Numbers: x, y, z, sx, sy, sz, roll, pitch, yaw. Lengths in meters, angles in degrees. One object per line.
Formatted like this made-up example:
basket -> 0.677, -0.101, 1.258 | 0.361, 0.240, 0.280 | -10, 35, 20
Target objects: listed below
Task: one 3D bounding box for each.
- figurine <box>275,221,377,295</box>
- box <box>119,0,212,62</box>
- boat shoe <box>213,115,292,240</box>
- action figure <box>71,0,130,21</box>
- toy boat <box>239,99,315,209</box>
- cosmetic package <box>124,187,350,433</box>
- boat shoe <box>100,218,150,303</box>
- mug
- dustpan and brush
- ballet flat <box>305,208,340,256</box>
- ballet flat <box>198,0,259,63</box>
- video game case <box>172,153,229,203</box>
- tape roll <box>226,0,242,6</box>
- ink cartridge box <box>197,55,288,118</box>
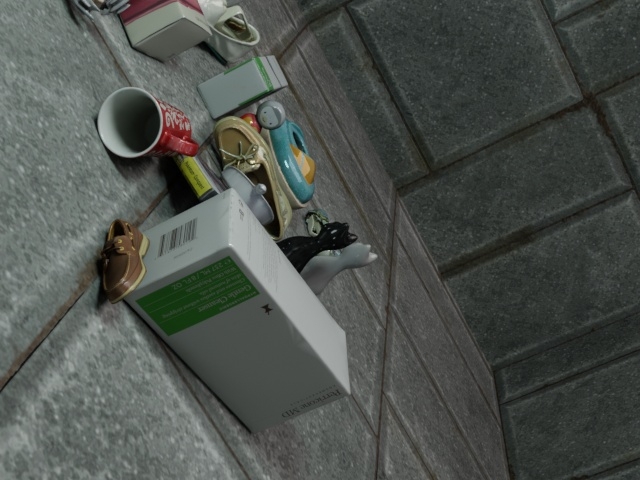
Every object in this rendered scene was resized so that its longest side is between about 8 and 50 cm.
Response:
figurine -> 0.004, 0.040, 1.942 | 0.215, 0.209, 0.092 | 39, 30, -60
box -> -0.338, -0.502, 1.813 | 0.232, 0.127, 0.148 | 66, 14, 8
boat shoe -> -0.142, -0.134, 1.931 | 0.285, 0.104, 0.089 | 60, 13, -20
action figure -> -0.377, -0.493, 1.592 | 0.285, 0.099, 0.185 | -38, 105, -46
toy boat -> -0.096, -0.220, 2.142 | 0.318, 0.148, 0.267 | 41, 28, -57
cosmetic package -> -0.121, 0.120, 1.418 | 0.365, 0.197, 0.155 | 53, 19, -33
boat shoe -> -0.286, 0.027, 1.268 | 0.060, 0.064, 0.178 | 52, 13, -25
mug -> -0.280, -0.176, 1.519 | 0.150, 0.113, 0.169 | 54, 9, 5
dustpan and brush -> -0.136, -0.094, 1.797 | 0.147, 0.060, 0.211 | 52, 0, -7
ballet flat -> 0.000, 0.000, 2.312 | 0.070, 0.070, 0.188 | 43, 25, -55
ballet flat -> -0.260, -0.535, 2.131 | 0.139, 0.139, 0.400 | 69, 16, 15
video game case -> -0.179, -0.068, 1.681 | 0.275, 0.035, 0.248 | 50, 1, -43
tape roll -> -0.259, -0.697, 2.175 | 0.169, 0.246, 0.246 | 68, 15, 15
ink cartridge box -> -0.176, -0.360, 2.087 | 0.087, 0.153, 0.208 | 63, 16, -7
